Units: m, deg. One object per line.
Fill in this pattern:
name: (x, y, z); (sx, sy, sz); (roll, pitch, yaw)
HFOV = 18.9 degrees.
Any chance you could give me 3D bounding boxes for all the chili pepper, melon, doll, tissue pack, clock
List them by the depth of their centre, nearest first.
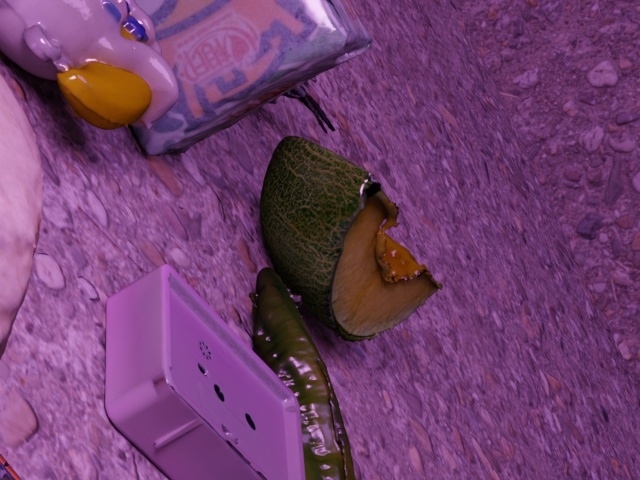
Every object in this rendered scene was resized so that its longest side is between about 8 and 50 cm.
clock: (-0.091, 0.134, 1.538); (0.197, 0.063, 0.150); (48, 21, -35)
doll: (-0.216, -0.190, 1.604); (0.252, 0.111, 0.237); (49, 20, -25)
chili pepper: (-0.017, 0.146, 1.732); (0.085, 0.076, 0.359); (20, 38, -28)
tissue pack: (-0.124, -0.263, 1.791); (0.311, 0.228, 0.128); (63, 16, 4)
melon: (0.000, 0.000, 1.930); (0.169, 0.129, 0.265); (37, -8, 29)

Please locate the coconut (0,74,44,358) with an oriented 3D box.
coconut: (-0.288, -0.040, 0.903); (0.329, 0.329, 0.329); (52, 19, -27)

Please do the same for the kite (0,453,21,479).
kite: (-0.220, 0.176, 1.192); (0.241, 0.014, 0.183); (14, 52, -67)

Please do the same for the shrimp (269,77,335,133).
shrimp: (-0.063, -0.227, 2.042); (0.372, 0.137, 0.172); (38, 18, -35)
